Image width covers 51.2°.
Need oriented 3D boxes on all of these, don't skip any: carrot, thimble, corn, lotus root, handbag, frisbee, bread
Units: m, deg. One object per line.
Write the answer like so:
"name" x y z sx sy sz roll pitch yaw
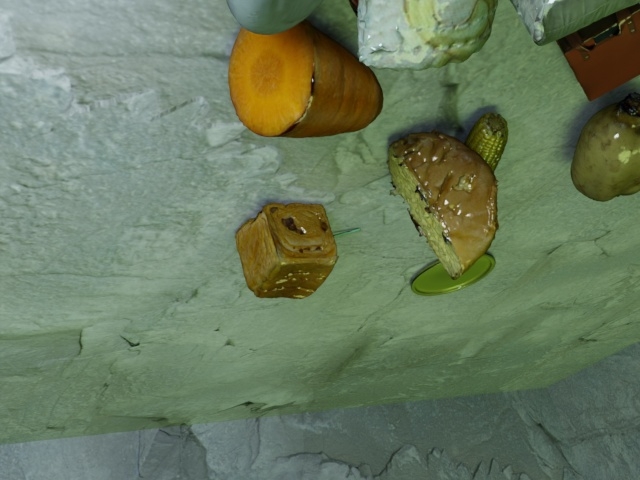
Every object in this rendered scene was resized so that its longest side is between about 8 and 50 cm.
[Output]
"carrot" 0.008 -0.211 0.913 0.225 0.159 0.159 -1 151 -46
"thimble" 0.114 -0.279 0.738 0.190 0.137 0.143 -26 139 -28
"corn" 0.291 -0.143 1.239 0.080 0.080 0.231 -10 153 -11
"lotus root" 0.568 -0.170 1.266 0.160 0.146 0.284 -31 151 -8
"handbag" 0.453 -0.304 1.051 0.127 0.062 0.190 -29 154 25
"frisbee" 0.352 0.090 1.779 0.236 0.017 0.236 -12 153 -6
"bread" 0.230 -0.073 1.171 0.147 0.260 0.160 -28 159 -5
"bread" -0.066 0.018 1.282 0.149 0.158 0.143 7 147 -29

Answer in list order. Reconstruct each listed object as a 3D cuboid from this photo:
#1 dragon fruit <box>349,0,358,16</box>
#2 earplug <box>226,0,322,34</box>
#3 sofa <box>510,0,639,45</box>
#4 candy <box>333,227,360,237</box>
"dragon fruit" 0.067 -0.306 0.843 0.060 0.056 0.083 -21 154 8
"earplug" -0.074 -0.320 0.645 0.326 0.175 0.214 -1 136 -43
"sofa" 0.318 -0.324 0.785 0.225 0.210 0.176 -23 153 8
"candy" 0.000 0.000 1.415 0.185 0.049 0.055 -15 -177 -15
